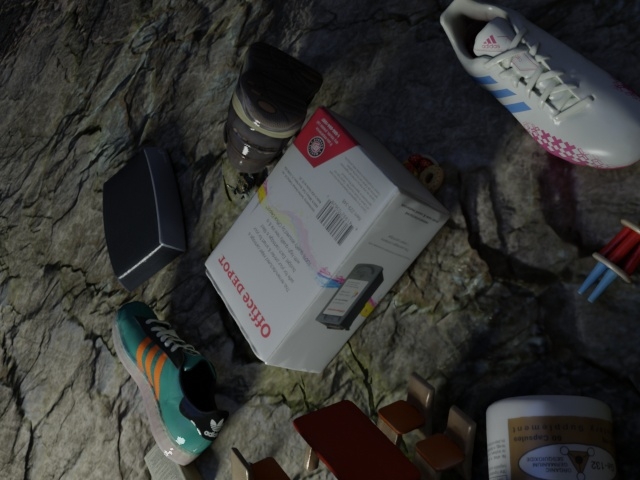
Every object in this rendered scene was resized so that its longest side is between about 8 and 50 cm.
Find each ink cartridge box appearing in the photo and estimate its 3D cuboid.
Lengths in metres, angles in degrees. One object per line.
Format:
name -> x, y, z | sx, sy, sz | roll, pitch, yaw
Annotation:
ink cartridge box -> 0.000, 0.000, 1.122 | 0.306, 0.131, 0.226 | -53, 47, 18

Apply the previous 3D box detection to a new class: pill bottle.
pill bottle -> 0.241, 0.283, 0.810 | 0.131, 0.131, 0.229 | -15, 63, 35

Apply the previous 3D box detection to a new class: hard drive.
hard drive -> -0.341, -0.048, 1.493 | 0.172, 0.054, 0.254 | -34, 53, 24

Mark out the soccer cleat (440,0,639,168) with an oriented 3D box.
soccer cleat -> 0.266, -0.203, 0.990 | 0.116, 0.143, 0.331 | -51, 48, 11

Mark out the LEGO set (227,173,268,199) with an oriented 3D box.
LEGO set -> -0.120, -0.092, 1.355 | 0.083, 0.023, 0.054 | 21, 88, 30

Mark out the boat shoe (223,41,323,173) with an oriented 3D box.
boat shoe -> -0.088, -0.208, 1.219 | 0.130, 0.132, 0.355 | -57, 6, 25

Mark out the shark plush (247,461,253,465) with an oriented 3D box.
shark plush -> -0.140, 0.389, 1.127 | 0.161, 0.067, 0.073 | -44, 49, 17

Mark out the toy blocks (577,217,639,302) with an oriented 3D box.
toy blocks -> 0.366, 0.027, 0.868 | 0.148, 0.054, 0.123 | -53, 47, 9

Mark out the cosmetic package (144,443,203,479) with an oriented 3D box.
cosmetic package -> -0.224, 0.364, 1.226 | 0.060, 0.041, 0.115 | -48, 49, 13

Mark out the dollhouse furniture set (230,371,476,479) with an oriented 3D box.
dollhouse furniture set -> 0.066, 0.257, 0.849 | 0.259, 0.262, 0.135 | 38, 136, 48

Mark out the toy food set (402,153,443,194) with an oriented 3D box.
toy food set -> 0.135, -0.086, 1.134 | 0.082, 0.020, 0.083 | -45, 49, 16

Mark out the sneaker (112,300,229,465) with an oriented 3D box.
sneaker -> -0.233, 0.200, 1.268 | 0.121, 0.108, 0.302 | -43, 58, 16
